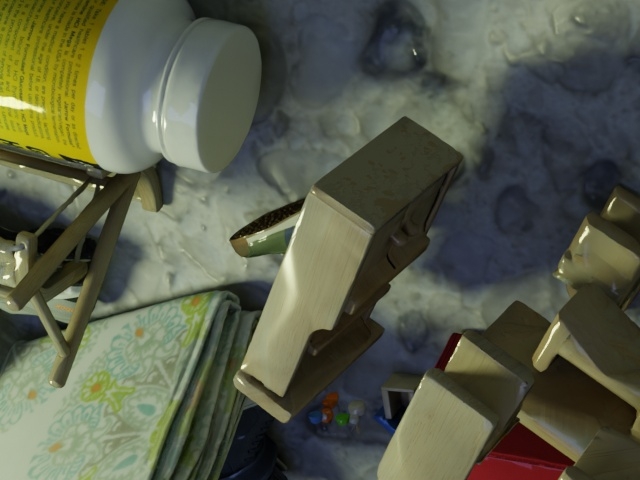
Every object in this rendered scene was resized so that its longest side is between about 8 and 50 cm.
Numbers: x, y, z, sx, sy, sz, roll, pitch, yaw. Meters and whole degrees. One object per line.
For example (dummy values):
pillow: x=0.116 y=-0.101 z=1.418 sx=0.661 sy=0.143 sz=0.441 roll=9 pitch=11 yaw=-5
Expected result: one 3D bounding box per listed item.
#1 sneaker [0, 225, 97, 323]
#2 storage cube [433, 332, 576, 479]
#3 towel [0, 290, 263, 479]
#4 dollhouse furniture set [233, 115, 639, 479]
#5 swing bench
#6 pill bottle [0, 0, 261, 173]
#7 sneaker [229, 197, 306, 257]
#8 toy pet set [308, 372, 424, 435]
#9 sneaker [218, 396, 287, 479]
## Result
sneaker: x=-0.374 y=0.028 z=1.825 sx=0.272 sy=0.100 sz=0.108 roll=19 pitch=137 yaw=8
storage cube: x=0.199 y=0.228 z=1.618 sx=0.193 sy=0.183 sz=0.215 roll=7 pitch=124 yaw=21
towel: x=-0.246 y=0.221 z=1.758 sx=0.374 sy=0.320 sz=0.090 roll=-15 pitch=130 yaw=33
dollhouse furniture set: x=0.151 y=0.119 z=1.453 sx=0.394 sy=0.362 sz=0.256 roll=35 pitch=133 yaw=15
swing bench: x=-0.335 y=-0.023 z=1.660 sx=0.253 sy=0.254 sz=0.165 roll=14 pitch=149 yaw=18
pill bottle: x=-0.236 y=-0.170 z=1.561 sx=0.334 sy=0.188 sz=0.188 roll=15 pitch=128 yaw=18
sneaker: x=0.000 y=0.000 z=1.638 sx=0.192 sy=0.064 sz=0.086 roll=-23 pitch=105 yaw=34
toy pet set: x=0.068 y=0.191 z=1.705 sx=0.122 sy=0.114 sz=0.065 roll=2 pitch=114 yaw=27
sneaker: x=-0.061 y=0.214 z=1.812 sx=0.226 sy=0.086 sz=0.163 roll=-29 pitch=114 yaw=31
